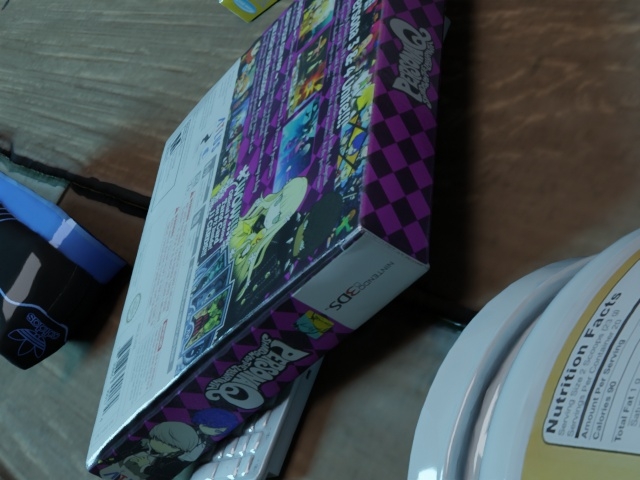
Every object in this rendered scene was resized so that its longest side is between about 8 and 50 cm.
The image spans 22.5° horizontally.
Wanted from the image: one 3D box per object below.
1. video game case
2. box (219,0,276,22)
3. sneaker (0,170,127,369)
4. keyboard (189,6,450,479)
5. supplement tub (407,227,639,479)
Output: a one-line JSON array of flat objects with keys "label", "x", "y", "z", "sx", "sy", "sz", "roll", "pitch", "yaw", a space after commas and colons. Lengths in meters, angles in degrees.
[{"label": "video game case", "x": -0.022, "y": -0.022, "z": 0.759, "sx": 0.210, "sy": 0.042, "sz": 0.232, "roll": -42, "pitch": 27, "yaw": 36}, {"label": "box", "x": -0.014, "y": -0.191, "z": 0.982, "sx": 0.136, "sy": 0.028, "sz": 0.081, "roll": -32, "pitch": 35, "yaw": 44}, {"label": "sneaker", "x": -0.201, "y": 0.012, "z": 1.006, "sx": 0.090, "sy": 0.081, "sz": 0.232, "roll": -52, "pitch": 26, "yaw": -8}, {"label": "keyboard", "x": 0.000, "y": 0.000, "z": 0.754, "sx": 0.072, "sy": 0.014, "sz": 0.256, "roll": -15, "pitch": 47, "yaw": 54}, {"label": "supplement tub", "x": 0.123, "y": 0.061, "z": 0.324, "sx": 0.199, "sy": 0.144, "sz": 0.144, "roll": -4, "pitch": 57, "yaw": 59}]
